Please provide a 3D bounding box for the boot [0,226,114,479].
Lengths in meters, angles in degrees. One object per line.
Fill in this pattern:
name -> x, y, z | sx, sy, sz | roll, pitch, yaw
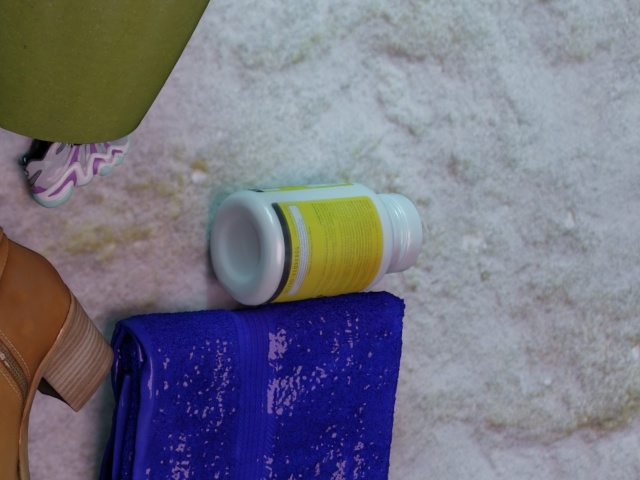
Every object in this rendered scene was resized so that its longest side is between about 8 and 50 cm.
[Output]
boot -> -0.300, 0.119, 1.388 | 0.283, 0.109, 0.220 | -53, 129, -18

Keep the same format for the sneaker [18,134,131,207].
sneaker -> -0.204, -0.079, 1.463 | 0.098, 0.038, 0.069 | -41, 124, -25

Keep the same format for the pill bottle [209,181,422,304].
pill bottle -> 0.000, 0.000, 1.607 | 0.184, 0.103, 0.103 | -5, 105, -38

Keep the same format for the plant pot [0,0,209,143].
plant pot -> -0.178, -0.233, 1.327 | 0.275, 0.275, 0.293 | -9, 124, -37

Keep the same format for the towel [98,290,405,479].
towel -> -0.054, 0.167, 1.612 | 0.308, 0.076, 0.227 | -6, 112, -38
